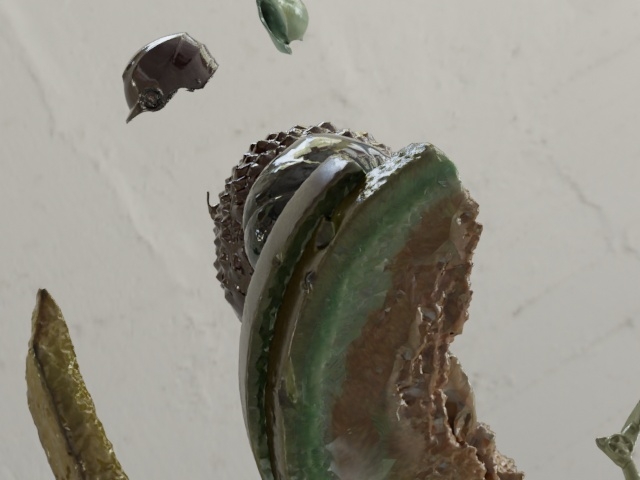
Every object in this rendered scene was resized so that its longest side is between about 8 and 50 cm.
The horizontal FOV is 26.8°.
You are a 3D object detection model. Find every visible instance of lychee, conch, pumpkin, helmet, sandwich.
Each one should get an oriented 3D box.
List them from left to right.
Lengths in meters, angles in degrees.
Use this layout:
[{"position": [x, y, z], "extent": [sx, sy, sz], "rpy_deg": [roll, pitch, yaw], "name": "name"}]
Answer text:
[{"position": [-0.177, -0.187, 1.494], "extent": [0.123, 0.070, 0.098], "rpy_deg": [-24, -168, 8], "name": "helmet"}, {"position": [-0.059, -0.321, 1.989], "extent": [0.065, 0.180, 0.088], "rpy_deg": [15, -97, 24], "name": "conch"}, {"position": [0.000, 0.000, 1.483], "extent": [0.300, 0.264, 0.264], "rpy_deg": [18, -131, 32], "name": "lychee"}, {"position": [0.022, -0.001, 1.219], "extent": [0.202, 0.140, 0.202], "rpy_deg": [20, -135, -21], "name": "pumpkin"}, {"position": [0.016, 0.045, 0.336], "extent": [0.067, 0.135, 0.029], "rpy_deg": [-19, -160, -10], "name": "sandwich"}]

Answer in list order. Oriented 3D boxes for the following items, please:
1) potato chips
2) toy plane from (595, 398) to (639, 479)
[{"position": [-0.184, 0.231, 1.218], "extent": [0.080, 0.057, 0.407], "rpy_deg": [-26, -102, -32], "name": "potato chips"}, {"position": [0.303, 0.279, 1.189], "extent": [0.108, 0.092, 0.286], "rpy_deg": [-7, -127, -14], "name": "toy plane"}]
